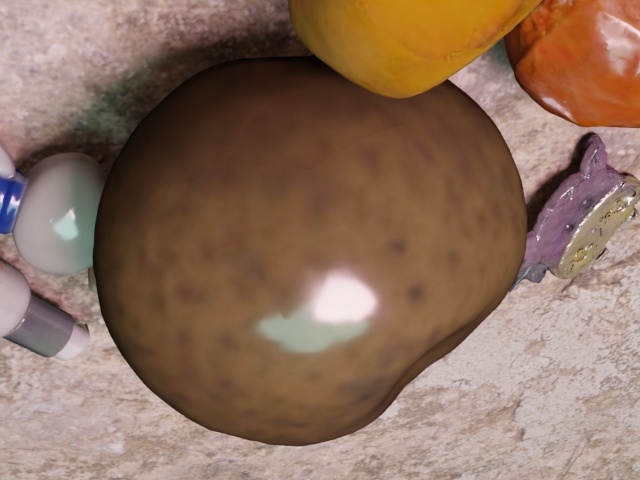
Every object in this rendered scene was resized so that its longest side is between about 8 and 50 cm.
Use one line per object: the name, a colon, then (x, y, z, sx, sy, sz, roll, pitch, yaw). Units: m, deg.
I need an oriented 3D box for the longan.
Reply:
longan: (0.000, 0.000, 0.631, 0.350, 0.288, 0.288, -20, 140, -29)

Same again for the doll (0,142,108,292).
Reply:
doll: (-0.257, -0.034, 0.662, 0.293, 0.119, 0.138, 14, 111, -22)

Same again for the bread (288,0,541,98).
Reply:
bread: (0.099, -0.293, 0.453, 0.245, 0.329, 0.424, 38, 114, -1)

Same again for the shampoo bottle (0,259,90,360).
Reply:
shampoo bottle: (-0.297, 0.061, 0.760, 0.074, 0.074, 0.192, -33, 134, 15)

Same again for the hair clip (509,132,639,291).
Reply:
hair clip: (0.268, -0.012, 0.882, 0.146, 0.056, 0.187, 21, 121, -41)

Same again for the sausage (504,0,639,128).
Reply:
sausage: (0.272, -0.167, 0.662, 0.268, 0.153, 0.141, -2, 162, -17)
